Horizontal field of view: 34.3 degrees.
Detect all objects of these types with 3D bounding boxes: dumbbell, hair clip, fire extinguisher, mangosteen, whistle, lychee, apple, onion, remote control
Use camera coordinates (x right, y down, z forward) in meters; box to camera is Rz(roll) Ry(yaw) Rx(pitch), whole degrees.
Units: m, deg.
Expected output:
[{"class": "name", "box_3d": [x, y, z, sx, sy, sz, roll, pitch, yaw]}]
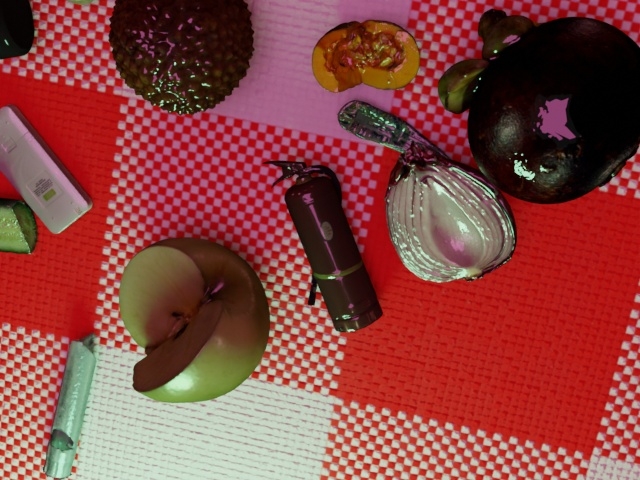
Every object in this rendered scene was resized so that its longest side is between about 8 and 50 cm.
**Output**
[{"class": "dumbbell", "box_3d": [-0.643, -0.392, 1.868, 0.218, 0.152, 0.152, -6, 104, 10]}, {"class": "hair clip", "box_3d": [0.137, -0.185, 1.861, 0.229, 0.036, 0.066, 27, 108, -3]}, {"class": "fire extinguisher", "box_3d": [0.000, 0.000, 1.895, 0.141, 0.105, 0.341, -19, 104, 12]}, {"class": "mangosteen", "box_3d": [0.374, -0.219, 1.680, 0.330, 0.330, 0.330, 2, 105, 8]}, {"class": "whistle", "box_3d": [-0.500, 0.332, 2.083, 0.062, 0.062, 0.312, 17, 106, 4]}, {"class": "lychee", "box_3d": [-0.241, -0.345, 1.768, 0.267, 0.267, 0.267, 2, 105, 8]}, {"class": "apple", "box_3d": [-0.222, 0.150, 1.896, 0.258, 0.233, 0.295, -50, 53, 36]}, {"class": "onion", "box_3d": [0.222, -0.068, 1.822, 0.227, 0.120, 0.283, -14, 117, 26]}, {"class": "remote control", "box_3d": [-0.548, -0.135, 1.981, 0.103, 0.034, 0.250, -37, 96, 16]}]

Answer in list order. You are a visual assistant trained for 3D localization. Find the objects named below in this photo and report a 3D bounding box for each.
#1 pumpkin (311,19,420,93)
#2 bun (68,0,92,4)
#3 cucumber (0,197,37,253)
[{"class": "pumpkin", "box_3d": [0.078, -0.322, 1.799, 0.183, 0.107, 0.119, 0, 112, 1]}, {"class": "bun", "box_3d": [-0.431, -0.464, 1.867, 0.086, 0.055, 0.086, 0, 91, 5]}, {"class": "cucumber", "box_3d": [-0.610, -0.038, 2.000, 0.115, 0.062, 0.116, 3, 124, 7]}]
